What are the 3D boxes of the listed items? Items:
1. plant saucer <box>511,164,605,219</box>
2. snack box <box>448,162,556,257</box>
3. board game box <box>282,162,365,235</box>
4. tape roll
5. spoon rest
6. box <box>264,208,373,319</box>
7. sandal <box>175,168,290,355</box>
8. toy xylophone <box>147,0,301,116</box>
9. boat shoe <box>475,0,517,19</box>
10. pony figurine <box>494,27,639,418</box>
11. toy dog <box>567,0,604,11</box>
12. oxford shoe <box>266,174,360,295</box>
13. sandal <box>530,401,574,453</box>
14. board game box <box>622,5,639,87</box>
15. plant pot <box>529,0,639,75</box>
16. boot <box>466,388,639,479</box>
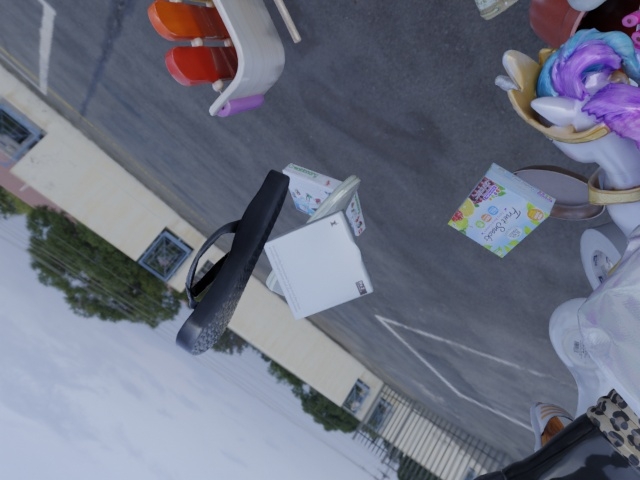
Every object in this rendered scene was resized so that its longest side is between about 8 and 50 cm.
[{"bbox_3d":[0.774,-0.164,1.413,0.310,0.050,0.310,28,169,6],"label":"plant saucer"},{"bbox_3d":[0.457,-0.072,1.094,0.174,0.070,0.207,34,148,9],"label":"snack box"},{"bbox_3d":[0.010,-0.146,1.493,0.305,0.053,0.193,26,150,35],"label":"board game box"},{"bbox_3d":[0.684,0.066,0.968,0.219,0.072,0.219,-18,-90,-79],"label":"tape roll"},{"bbox_3d":[0.455,0.228,0.724,0.137,0.084,0.276,13,109,45],"label":"spoon rest"},{"bbox_3d":[0.001,0.048,0.922,0.119,0.182,0.181,-46,-66,-82],"label":"box"},{"bbox_3d":[-0.101,0.016,0.480,0.054,0.254,0.097,21,137,-1],"label":"sandal"},{"bbox_3d":[-0.133,-0.319,0.526,0.081,0.236,0.323,-19,98,27],"label":"toy xylophone"},{"bbox_3d":[0.373,-0.463,0.660,0.285,0.104,0.089,-24,126,22],"label":"boat shoe"},{"bbox_3d":[0.318,-0.001,0.329,0.363,0.303,0.351,35,-166,-31],"label":"pony figurine"},{"bbox_3d":[0.597,-0.484,0.671,0.161,0.220,0.333,-1,-168,-35],"label":"toy dog"},{"bbox_3d":[0.000,0.000,1.300,0.130,0.449,0.169,37,-165,8],"label":"oxford shoe"},{"bbox_3d":[0.460,0.379,0.795,0.102,0.076,0.265,46,-157,12],"label":"sandal"},{"bbox_3d":[0.592,-0.116,0.626,0.390,0.050,0.390,61,-177,-43],"label":"board game box"},{"bbox_3d":[0.709,-0.594,1.117,0.272,0.272,0.265,49,-162,-39],"label":"plant pot"},{"bbox_3d":[0.392,0.382,0.595,0.377,0.284,0.138,42,-168,-19],"label":"boot"}]
